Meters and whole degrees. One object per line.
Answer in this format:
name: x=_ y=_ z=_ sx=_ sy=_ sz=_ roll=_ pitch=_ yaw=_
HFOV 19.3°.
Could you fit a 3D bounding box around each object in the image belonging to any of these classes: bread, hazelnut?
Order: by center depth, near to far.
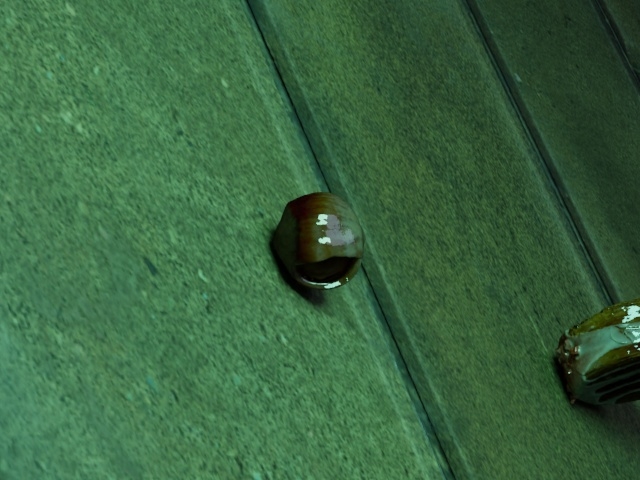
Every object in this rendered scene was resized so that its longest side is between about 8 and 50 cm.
hazelnut: x=0.000 y=0.000 z=1.662 sx=0.086 sy=0.086 sz=0.086 roll=44 pitch=27 yaw=-29
bread: x=0.340 y=0.125 z=2.071 sx=0.160 sy=0.160 sz=0.073 roll=21 pitch=49 yaw=-54
